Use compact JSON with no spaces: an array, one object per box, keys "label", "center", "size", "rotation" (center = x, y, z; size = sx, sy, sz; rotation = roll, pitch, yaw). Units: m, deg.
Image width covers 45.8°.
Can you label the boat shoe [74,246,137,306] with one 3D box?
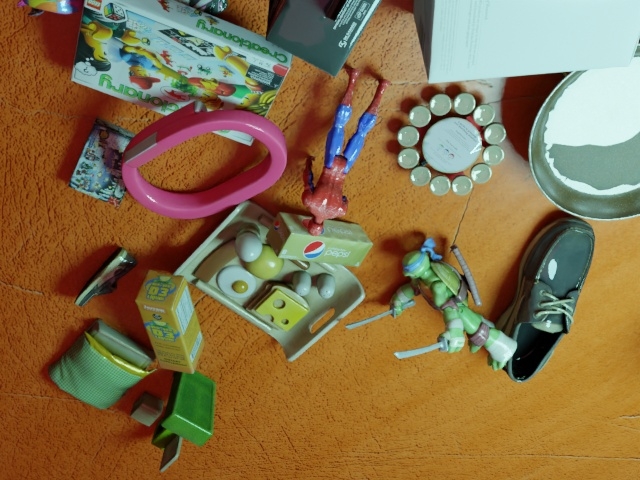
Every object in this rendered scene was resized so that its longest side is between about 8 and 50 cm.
[{"label":"boat shoe","center":[-0.402,0.078,1.417],"size":[0.049,0.056,0.152],"rotation":[40,113,-18]}]

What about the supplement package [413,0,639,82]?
[{"label":"supplement package","center":[0.289,-0.353,1.071],"size":[0.293,0.177,0.175],"rotation":[-5,141,1]}]

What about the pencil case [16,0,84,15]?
[{"label":"pencil case","center":[-0.379,-0.436,1.066],"size":[0.105,0.104,0.236],"rotation":[9,121,-7]}]

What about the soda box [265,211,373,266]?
[{"label":"soda box","center":[0.000,0.000,1.339],"size":[0.181,0.061,0.058],"rotation":[7,126,-35]}]

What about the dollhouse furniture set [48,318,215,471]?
[{"label":"dollhouse furniture set","center":[-0.387,0.323,1.517],"size":[0.302,0.151,0.197],"rotation":[35,115,-21]}]

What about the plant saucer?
[{"label":"plant saucer","center":[0.486,-0.175,1.221],"size":[0.311,0.050,0.310],"rotation":[-1,124,-1]}]

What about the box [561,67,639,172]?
[{"label":"box","center":[0.478,-0.226,1.251],"size":[0.087,0.058,0.232],"rotation":[-30,118,17]}]

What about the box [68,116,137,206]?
[{"label":"box","center":[-0.364,-0.132,1.300],"size":[0.094,0.027,0.137],"rotation":[23,119,-17]}]

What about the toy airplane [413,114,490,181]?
[{"label":"toy airplane","center":[0.228,-0.162,1.302],"size":[0.151,0.028,0.151],"rotation":[0,122,-1]}]

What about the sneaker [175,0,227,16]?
[{"label":"sneaker","center":[-0.167,-0.381,1.132],"size":[0.077,0.072,0.178],"rotation":[23,131,-22]}]

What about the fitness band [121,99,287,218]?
[{"label":"fitness band","center":[-0.194,-0.127,1.248],"size":[0.291,0.054,0.209],"rotation":[-22,144,26]}]

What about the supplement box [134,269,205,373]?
[{"label":"supplement box","center":[-0.277,0.155,1.414],"size":[0.078,0.080,0.233],"rotation":[9,140,10]}]

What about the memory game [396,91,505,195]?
[{"label":"memory game","center":[0.219,-0.161,1.278],"size":[0.186,0.012,0.186],"rotation":[1,116,3]}]

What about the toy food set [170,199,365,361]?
[{"label":"toy food set","center":[-0.102,0.086,1.411],"size":[0.306,0.092,0.220],"rotation":[36,114,-22]}]

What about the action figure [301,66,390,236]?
[{"label":"action figure","center":[0.029,-0.144,1.282],"size":[0.092,0.139,0.280],"rotation":[18,98,-10]}]

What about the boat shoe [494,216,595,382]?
[{"label":"boat shoe","center":[0.434,0.125,1.432],"size":[0.132,0.130,0.355],"rotation":[8,122,-7]}]

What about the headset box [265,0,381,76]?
[{"label":"headset box","center":[0.023,-0.368,1.006],"size":[0.110,0.293,0.218],"rotation":[25,118,-16]}]

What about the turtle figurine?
[{"label":"turtle figurine","center":[0.211,0.161,1.409],"size":[0.266,0.274,0.198],"rotation":[36,150,-22]}]

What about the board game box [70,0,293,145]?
[{"label":"board game box","center":[-0.216,-0.270,1.164],"size":[0.305,0.053,0.193],"rotation":[19,143,-13]}]
